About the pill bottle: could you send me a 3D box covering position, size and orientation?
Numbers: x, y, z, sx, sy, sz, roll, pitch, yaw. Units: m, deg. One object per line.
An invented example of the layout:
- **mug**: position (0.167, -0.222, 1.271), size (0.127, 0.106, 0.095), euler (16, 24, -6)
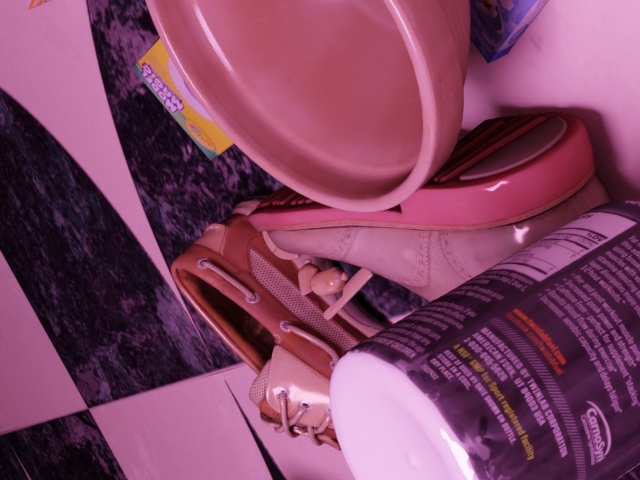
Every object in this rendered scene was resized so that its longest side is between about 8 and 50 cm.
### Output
- **pill bottle**: position (0.136, 0.061, 0.840), size (0.130, 0.246, 0.130), euler (43, 148, 35)

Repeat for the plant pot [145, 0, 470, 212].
- **plant pot**: position (0.009, -0.142, 0.933), size (0.237, 0.110, 0.237), euler (35, 147, 27)

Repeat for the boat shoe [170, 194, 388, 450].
- **boat shoe**: position (-0.003, 0.110, 1.287), size (0.324, 0.120, 0.122), euler (49, 152, 23)

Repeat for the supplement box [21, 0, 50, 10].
- **supplement box**: position (-0.277, -0.273, 1.482), size (0.098, 0.036, 0.062), euler (59, 154, 3)

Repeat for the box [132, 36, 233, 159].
- **box**: position (-0.086, -0.129, 1.260), size (0.105, 0.043, 0.179), euler (49, 157, -6)

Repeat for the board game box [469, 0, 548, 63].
- **board game box**: position (0.096, -0.164, 0.941), size (0.090, 0.020, 0.090), euler (55, 153, 10)

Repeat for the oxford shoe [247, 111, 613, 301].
- **oxford shoe**: position (0.065, 0.002, 1.058), size (0.348, 0.123, 0.130), euler (3, 124, 62)

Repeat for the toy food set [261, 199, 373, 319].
- **toy food set**: position (0.000, 0.000, 1.253), size (0.078, 0.019, 0.122), euler (-47, 57, 24)
